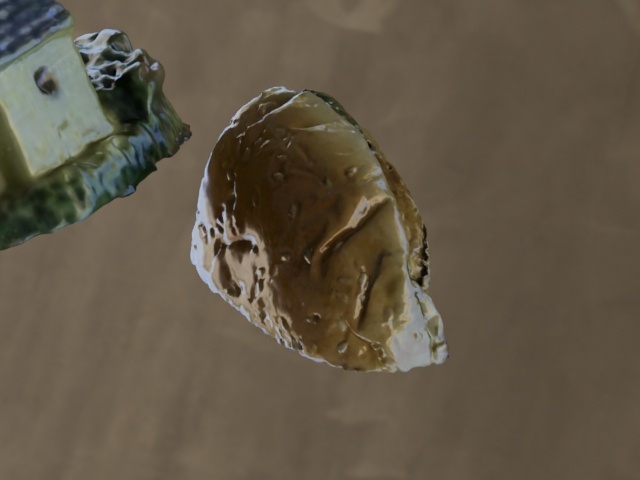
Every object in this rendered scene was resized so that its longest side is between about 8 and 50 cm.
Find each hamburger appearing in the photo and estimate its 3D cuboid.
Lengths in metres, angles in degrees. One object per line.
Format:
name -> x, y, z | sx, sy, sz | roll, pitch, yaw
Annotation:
hamburger -> 0.000, 0.000, 1.238 | 0.207, 0.135, 0.155 | -125, -147, -50

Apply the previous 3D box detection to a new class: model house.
model house -> -0.281, -0.143, 1.308 | 0.321, 0.266, 0.261 | -7, -155, 39
